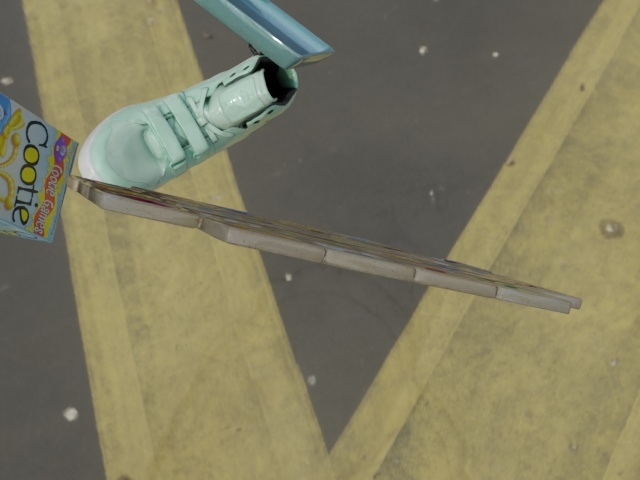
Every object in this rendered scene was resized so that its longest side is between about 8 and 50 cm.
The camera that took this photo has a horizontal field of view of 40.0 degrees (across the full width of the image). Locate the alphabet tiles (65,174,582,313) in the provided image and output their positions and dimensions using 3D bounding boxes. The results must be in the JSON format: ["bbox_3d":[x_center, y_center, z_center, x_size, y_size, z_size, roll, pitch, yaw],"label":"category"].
[{"bbox_3d":[0.000,0.000,0.629,0.343,0.285,0.011,12,93,-23],"label":"alphabet tiles"}]

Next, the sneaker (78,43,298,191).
[{"bbox_3d":[-0.132,-0.133,0.932,0.256,0.151,0.094,-37,100,-43],"label":"sneaker"}]

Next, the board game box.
[{"bbox_3d":[-0.435,-0.107,1.041,0.144,0.275,0.142,8,77,19],"label":"board game box"}]

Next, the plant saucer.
[{"bbox_3d":[-0.078,-0.174,0.580,0.192,0.018,0.067,39,24,7],"label":"plant saucer"}]
